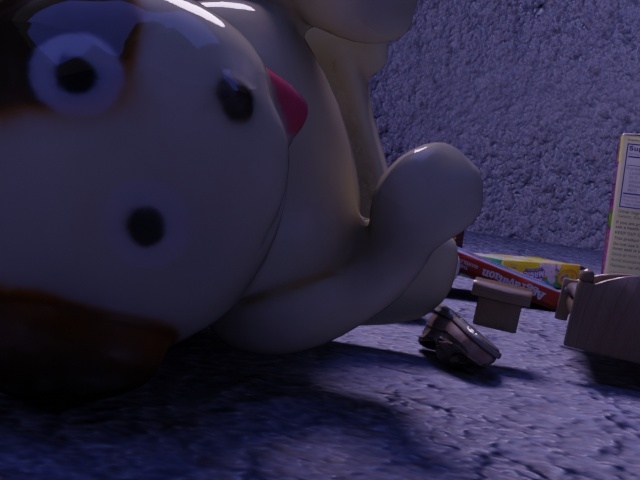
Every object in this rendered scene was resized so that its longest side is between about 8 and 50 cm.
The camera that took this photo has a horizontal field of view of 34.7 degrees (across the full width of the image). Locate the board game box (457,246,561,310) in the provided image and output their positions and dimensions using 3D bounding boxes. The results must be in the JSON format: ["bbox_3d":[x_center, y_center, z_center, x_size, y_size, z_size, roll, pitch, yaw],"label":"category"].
[{"bbox_3d":[0.164,0.019,1.318,0.281,0.027,0.145,22,6,2],"label":"board game box"}]

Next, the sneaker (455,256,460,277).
[{"bbox_3d":[0.046,0.034,1.107,0.211,0.080,0.081,-2,10,3],"label":"sneaker"}]

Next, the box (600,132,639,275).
[{"bbox_3d":[0.489,-0.029,1.524,0.117,0.242,0.213,8,5,14],"label":"box"}]

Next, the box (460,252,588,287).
[{"bbox_3d":[0.319,0.047,1.592,0.179,0.043,0.105,2,5,-29],"label":"box"}]

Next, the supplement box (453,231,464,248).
[{"bbox_3d":[0.127,-0.008,1.581,0.188,0.104,0.081,5,3,-33],"label":"supplement box"}]

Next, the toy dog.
[{"bbox_3d":[-0.101,-0.054,0.646,0.396,0.284,0.408,-6,2,10],"label":"toy dog"}]

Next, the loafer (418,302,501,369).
[{"bbox_3d":[0.104,0.081,0.787,0.045,0.039,0.125,40,2,-9],"label":"loafer"}]

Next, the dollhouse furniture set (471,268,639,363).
[{"bbox_3d":[0.326,0.013,0.901,0.356,0.173,0.303,13,4,9],"label":"dollhouse furniture set"}]
